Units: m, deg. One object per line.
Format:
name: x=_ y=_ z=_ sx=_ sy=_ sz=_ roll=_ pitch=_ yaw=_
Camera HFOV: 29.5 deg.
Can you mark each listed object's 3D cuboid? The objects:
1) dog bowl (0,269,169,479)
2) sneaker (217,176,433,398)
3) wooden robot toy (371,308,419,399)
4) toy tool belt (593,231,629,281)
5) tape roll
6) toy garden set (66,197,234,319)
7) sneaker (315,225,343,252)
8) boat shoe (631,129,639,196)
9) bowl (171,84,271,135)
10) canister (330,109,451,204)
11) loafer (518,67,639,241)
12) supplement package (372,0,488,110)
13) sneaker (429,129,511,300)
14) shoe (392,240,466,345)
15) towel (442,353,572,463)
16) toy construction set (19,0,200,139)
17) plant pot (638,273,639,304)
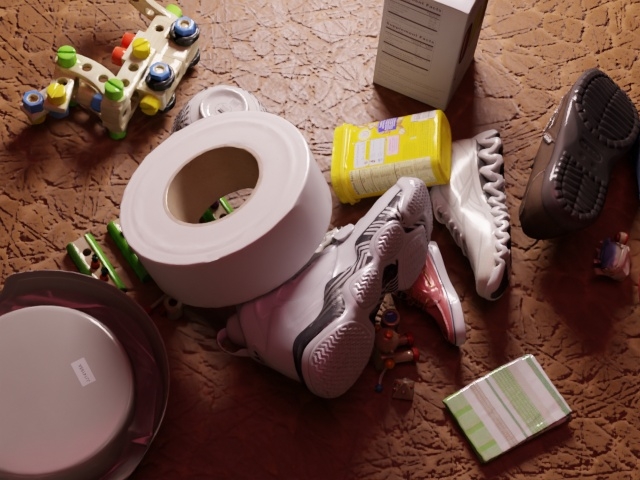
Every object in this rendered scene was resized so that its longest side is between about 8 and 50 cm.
dog bowl: x=-0.374 y=0.214 z=1.638 sx=0.349 sy=0.102 sz=0.348 roll=2 pitch=61 yaw=-3
sneaker: x=0.006 y=0.041 z=1.704 sx=0.210 sy=0.137 sz=0.365 roll=12 pitch=56 yaw=29
wooden robot toy: x=0.099 y=0.138 z=1.723 sx=0.076 sy=0.079 sz=0.173 roll=-14 pitch=63 yaw=-11
toy tool belt: x=0.437 y=0.020 z=1.828 sx=0.051 sy=0.052 sz=0.083 roll=12 pitch=60 yaw=-6
tape roll: x=-0.132 y=-0.049 z=1.689 sx=0.286 sy=0.100 sz=0.286 roll=-13 pitch=47 yaw=15
toy garden set: x=-0.219 y=0.024 z=1.785 sx=0.244 sy=0.049 sz=0.203 roll=-29 pitch=66 yaw=-18
sneaker: x=0.000 y=0.000 z=1.822 sx=0.083 sy=0.032 sz=0.037 roll=-40 pitch=70 yaw=-23
boat shoe: x=0.522 y=-0.104 z=1.838 sx=0.109 sy=0.089 sz=0.258 roll=-5 pitch=40 yaw=-9
bowl: x=-0.149 y=-0.185 z=1.890 sx=0.170 sy=0.080 sz=0.170 roll=2 pitch=61 yaw=-3
canister: x=0.109 y=-0.128 z=1.840 sx=0.170 sy=0.073 sz=0.126 roll=-9 pitch=56 yaw=22
loafer: x=0.380 y=-0.135 z=1.866 sx=0.134 sy=0.130 sz=0.366 roll=44 pitch=47 yaw=-9
supplement package: x=0.178 y=-0.344 z=1.906 sx=0.134 sy=0.244 sz=0.139 roll=24 pitch=62 yaw=10
sneaker: x=0.226 y=-0.035 z=1.824 sx=0.118 sy=0.110 sz=0.292 roll=-4 pitch=54 yaw=5
shoe: x=0.151 y=0.082 z=1.771 sx=0.081 sy=0.063 sz=0.178 roll=-11 pitch=57 yaw=-8
towel: x=0.263 y=0.237 z=1.714 sx=0.152 sy=0.023 sz=0.113 roll=-26 pitch=63 yaw=-14
toy construction set: x=-0.315 y=-0.302 z=1.918 sx=0.215 sy=0.151 sz=0.327 roll=18 pitch=72 yaw=7
plant pot: x=0.577 y=0.083 z=1.728 sx=0.174 sy=0.191 sz=0.191 roll=-12 pitch=62 yaw=-20
